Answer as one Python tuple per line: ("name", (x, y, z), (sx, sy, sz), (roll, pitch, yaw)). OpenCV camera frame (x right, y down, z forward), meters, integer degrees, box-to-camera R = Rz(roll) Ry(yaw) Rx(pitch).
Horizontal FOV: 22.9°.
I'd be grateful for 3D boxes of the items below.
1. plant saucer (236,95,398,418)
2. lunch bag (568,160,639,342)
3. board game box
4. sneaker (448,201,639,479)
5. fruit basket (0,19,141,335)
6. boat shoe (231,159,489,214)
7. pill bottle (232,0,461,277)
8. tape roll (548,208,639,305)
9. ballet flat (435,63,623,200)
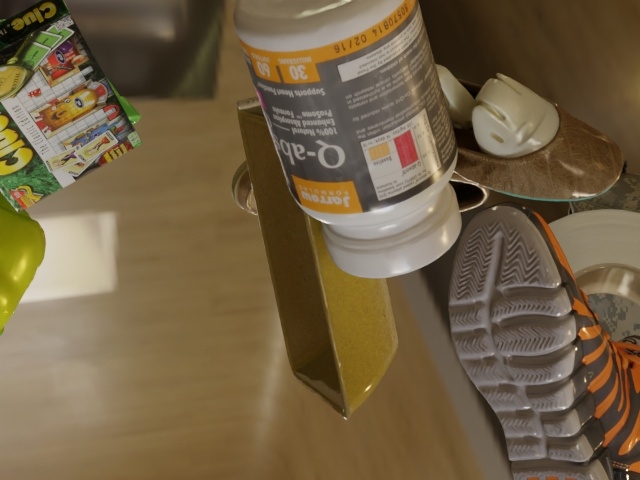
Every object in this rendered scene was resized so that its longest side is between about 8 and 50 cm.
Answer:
("plant saucer", (0.000, 0.000, 1.697), (0.333, 0.081, 0.332), (-164, -118, -80))
("lunch bag", (0.478, 0.053, 2.320), (0.212, 0.256, 0.305), (-40, 136, -57))
("board game box", (-0.244, -0.111, 1.354), (0.030, 0.136, 0.259), (61, -3, 21))
("sneaker", (0.226, 0.096, 1.415), (0.125, 0.180, 0.321), (0, -67, 42))
("fruit basket", (-0.418, -0.054, 1.974), (0.392, 0.283, 0.392), (9, -75, 35))
("boat shoe", (0.055, -0.076, 2.092), (0.121, 0.341, 0.110), (92, -15, -44))
("pill bottle", (0.034, -0.113, 1.433), (0.162, 0.162, 0.278), (-118, -172, -57))
("tape roll", (0.330, 0.111, 1.800), (0.100, 0.286, 0.286), (83, -5, -69))
("ballet flat", (0.157, -0.136, 1.691), (0.342, 0.116, 0.124), (22, -26, 34))
